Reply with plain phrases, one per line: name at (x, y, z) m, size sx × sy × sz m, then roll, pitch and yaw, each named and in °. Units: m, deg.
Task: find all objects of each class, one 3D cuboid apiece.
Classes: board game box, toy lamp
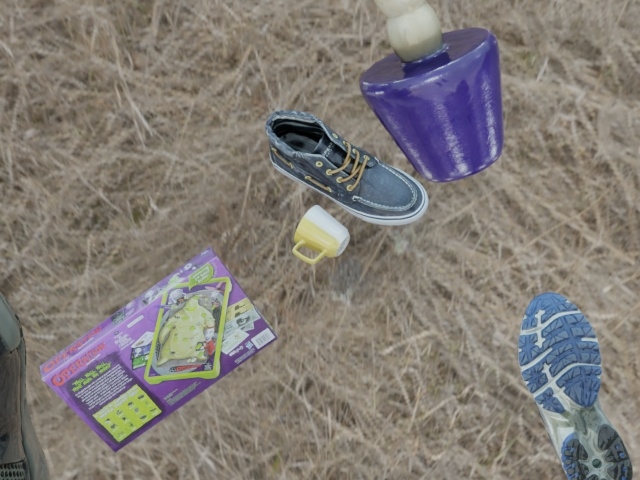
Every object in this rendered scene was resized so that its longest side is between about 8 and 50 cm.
board game box at (-0.268, 0.187, 1.665) m, size 0.347 × 0.208 × 0.056 m, roll -35°, pitch 36°, yaw -2°
toy lamp at (0.028, -0.158, 0.496) m, size 0.080 × 0.080 × 0.274 m, roll -30°, pitch 113°, yaw -12°

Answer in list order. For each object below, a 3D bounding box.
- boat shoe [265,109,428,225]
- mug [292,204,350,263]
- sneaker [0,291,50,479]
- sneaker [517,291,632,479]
boat shoe at (0.024, -0.074, 1.024) m, size 0.183 × 0.083 × 0.065 m, roll 23°, pitch 76°, yaw 13°
mug at (0.002, -0.001, 1.393) m, size 0.064 × 0.062 × 0.078 m, roll 32°, pitch 90°, yaw 15°
sneaker at (-0.148, 0.096, 0.349) m, size 0.087 × 0.227 × 0.130 m, roll -2°, pitch 48°, yaw -6°
sneaker at (0.157, 0.099, 0.641) m, size 0.052 × 0.058 × 0.135 m, roll -15°, pitch 91°, yaw 1°
